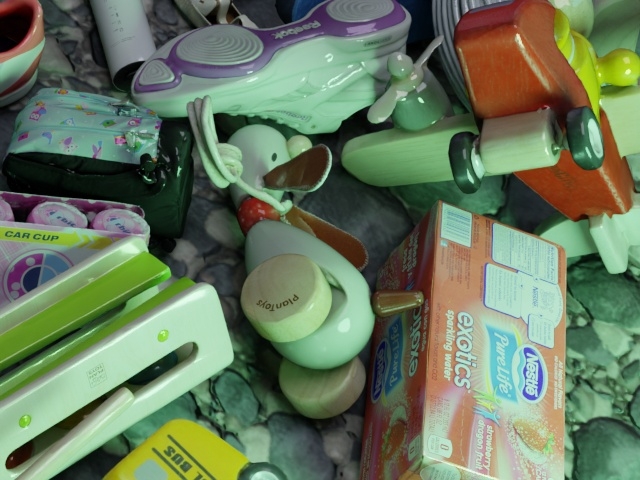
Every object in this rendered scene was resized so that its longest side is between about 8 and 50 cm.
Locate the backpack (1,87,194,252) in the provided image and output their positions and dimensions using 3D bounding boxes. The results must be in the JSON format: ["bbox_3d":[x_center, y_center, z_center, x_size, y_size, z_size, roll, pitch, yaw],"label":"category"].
[{"bbox_3d":[-0.217,-0.075,1.846,0.182,0.152,0.115,11,52,4],"label":"backpack"}]

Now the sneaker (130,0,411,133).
[{"bbox_3d":[-0.045,-0.158,1.971,0.305,0.152,0.114,-13,41,-14],"label":"sneaker"}]

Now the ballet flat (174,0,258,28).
[{"bbox_3d":[-0.099,-0.240,2.062,0.057,0.052,0.168,-30,70,-36],"label":"ballet flat"}]

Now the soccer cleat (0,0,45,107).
[{"bbox_3d":[-0.405,-0.156,1.835,0.318,0.116,0.109,-27,69,-35],"label":"soccer cleat"}]

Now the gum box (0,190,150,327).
[{"bbox_3d":[-0.257,0.019,1.763,0.188,0.107,0.062,6,28,-19],"label":"gum box"}]

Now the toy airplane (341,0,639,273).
[{"bbox_3d":[0.254,-0.134,1.914,0.386,0.384,0.272,6,68,-18],"label":"toy airplane"}]

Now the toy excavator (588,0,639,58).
[{"bbox_3d":[0.551,-0.201,2.106,0.432,0.445,0.222,-13,49,22],"label":"toy excavator"}]

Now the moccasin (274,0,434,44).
[{"bbox_3d":[0.068,-0.285,2.132,0.342,0.138,0.117,-8,45,-46],"label":"moccasin"}]

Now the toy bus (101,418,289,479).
[{"bbox_3d":[-0.042,0.305,1.648,0.332,0.108,0.130,42,52,11],"label":"toy bus"}]

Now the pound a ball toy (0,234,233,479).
[{"bbox_3d":[-0.216,0.154,1.634,0.319,0.136,0.208,-33,41,-26],"label":"pound a ball toy"}]

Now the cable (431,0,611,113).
[{"bbox_3d":[0.235,-0.240,2.106,0.257,0.089,0.257,41,58,-28],"label":"cable"}]

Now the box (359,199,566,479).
[{"bbox_3d":[0.140,0.133,1.819,0.154,0.142,0.300,19,50,-17],"label":"box"}]

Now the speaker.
[{"bbox_3d":[-0.209,-0.225,2.006,0.055,0.055,0.136,-4,57,-25],"label":"speaker"}]

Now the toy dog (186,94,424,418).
[{"bbox_3d":[0.000,0.000,1.840,0.161,0.220,0.334,-19,68,4],"label":"toy dog"}]
